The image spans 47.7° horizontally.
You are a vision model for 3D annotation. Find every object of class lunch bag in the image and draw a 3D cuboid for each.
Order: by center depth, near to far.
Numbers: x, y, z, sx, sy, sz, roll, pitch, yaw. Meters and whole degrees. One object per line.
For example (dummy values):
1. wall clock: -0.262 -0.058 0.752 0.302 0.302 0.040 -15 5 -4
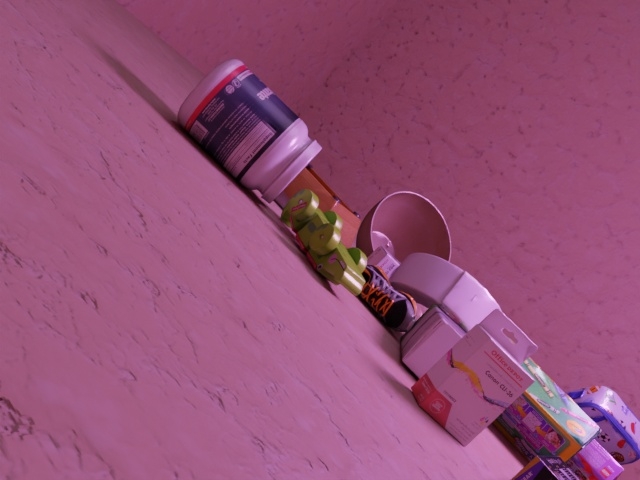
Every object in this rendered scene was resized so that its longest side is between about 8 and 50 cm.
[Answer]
1. lunch bag: 0.755 0.536 2.078 0.243 0.115 0.303 47 -37 -5

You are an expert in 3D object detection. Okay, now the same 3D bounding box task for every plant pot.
1. plant pot: 0.214 0.016 2.126 0.284 0.284 0.191 43 -29 -15

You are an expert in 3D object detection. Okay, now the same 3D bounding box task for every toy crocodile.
1. toy crocodile: 0.000 0.000 1.482 0.115 0.105 0.341 40 12 -39

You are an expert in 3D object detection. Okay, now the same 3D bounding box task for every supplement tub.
1. supplement tub: -0.150 -0.232 1.544 0.272 0.191 0.191 44 6 -5

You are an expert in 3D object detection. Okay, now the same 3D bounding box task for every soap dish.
1. soap dish: -0.033 -0.115 1.873 0.291 0.118 0.229 49 7 25

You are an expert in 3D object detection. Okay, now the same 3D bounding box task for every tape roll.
1. tape roll: 0.286 0.159 1.698 0.286 0.100 0.286 37 -20 16

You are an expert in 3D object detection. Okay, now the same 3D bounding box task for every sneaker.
1. sneaker: 0.130 0.124 1.582 0.083 0.084 0.215 20 18 -42

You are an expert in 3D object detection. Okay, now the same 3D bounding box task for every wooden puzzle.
1. wooden puzzle: 0.272 0.156 1.523 0.049 0.006 0.083 44 3 16

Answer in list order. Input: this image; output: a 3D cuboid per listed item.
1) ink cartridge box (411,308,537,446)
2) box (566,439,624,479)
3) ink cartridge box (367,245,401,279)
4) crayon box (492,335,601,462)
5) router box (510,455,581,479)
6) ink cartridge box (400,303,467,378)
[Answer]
1. ink cartridge box: 0.260 0.220 1.175 0.115 0.198 0.067 42 6 -14
2. box: 0.561 0.475 1.709 0.293 0.057 0.201 48 -20 32
3. ink cartridge box: 0.177 0.096 1.928 0.135 0.099 0.056 40 9 -28
4. crayon box: 0.455 0.369 1.601 0.278 0.081 0.165 47 -37 23
5. router box: 0.436 0.473 1.186 0.243 0.081 0.309 48 7 29
6. ink cartridge box: 0.265 0.244 1.436 0.198 0.115 0.273 45 5 4
